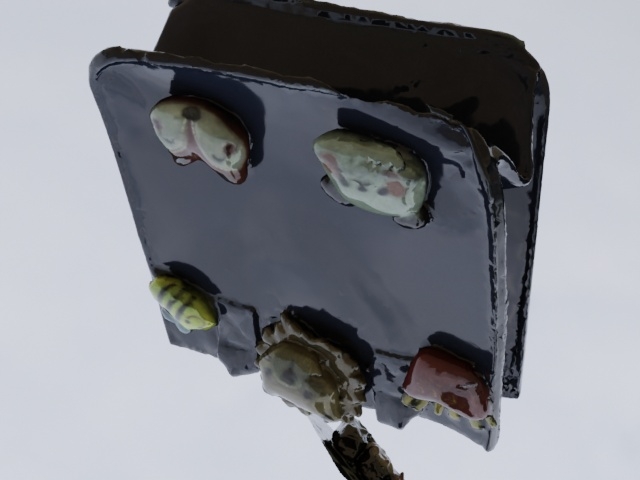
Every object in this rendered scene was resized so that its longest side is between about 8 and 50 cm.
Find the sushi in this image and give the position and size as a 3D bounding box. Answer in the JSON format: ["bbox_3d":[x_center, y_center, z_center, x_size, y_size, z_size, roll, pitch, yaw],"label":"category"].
[{"bbox_3d":[0.072,0.295,1.179,0.047,0.219,0.231,-42,-156,-1],"label":"sushi"}]

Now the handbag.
[{"bbox_3d":[0.000,0.000,0.653,0.303,0.329,0.122,16,-138,25],"label":"handbag"}]
